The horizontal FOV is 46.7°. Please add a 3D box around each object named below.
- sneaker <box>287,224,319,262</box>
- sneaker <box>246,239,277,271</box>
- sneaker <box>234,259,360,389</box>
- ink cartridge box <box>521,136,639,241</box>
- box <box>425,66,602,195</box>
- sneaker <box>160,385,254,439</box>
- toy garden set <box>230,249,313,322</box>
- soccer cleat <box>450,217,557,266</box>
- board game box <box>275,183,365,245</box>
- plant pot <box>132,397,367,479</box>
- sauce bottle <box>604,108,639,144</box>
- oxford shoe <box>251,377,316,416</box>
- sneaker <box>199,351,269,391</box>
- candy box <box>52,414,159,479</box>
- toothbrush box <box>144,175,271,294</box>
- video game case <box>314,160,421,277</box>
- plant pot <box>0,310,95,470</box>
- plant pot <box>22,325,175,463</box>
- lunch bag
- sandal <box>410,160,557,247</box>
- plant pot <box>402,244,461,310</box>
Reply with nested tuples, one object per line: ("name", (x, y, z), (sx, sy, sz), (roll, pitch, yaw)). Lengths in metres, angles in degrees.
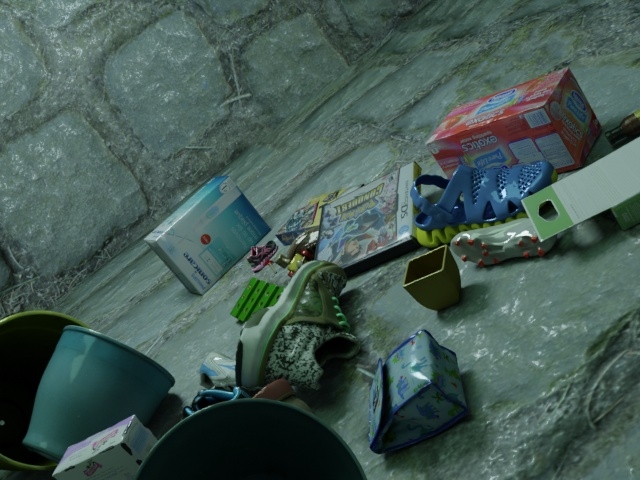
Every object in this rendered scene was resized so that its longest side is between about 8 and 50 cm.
("sneaker", (0.000, 0.000, 1.815), (0.188, 0.066, 0.071), (-38, 23, 1))
("sneaker", (-0.164, 0.031, 2.034), (0.047, 0.057, 0.119), (-22, 23, 40))
("sneaker", (-0.005, 0.174, 1.396), (0.182, 0.158, 0.410), (19, 29, 15))
("ink cartridge box", (0.462, -0.072, 1.215), (0.235, 0.056, 0.171), (-31, 21, 17))
("box", (0.389, -0.213, 1.512), (0.300, 0.154, 0.142), (-14, 30, 50))
("sneaker", (-0.195, 0.319, 1.328), (0.341, 0.140, 0.125), (-19, 29, 44))
("toy garden set", (-0.105, 0.114, 1.723), (0.204, 0.049, 0.244), (-59, 22, -9))
("soccer cleat", (0.321, -0.001, 1.291), (0.196, 0.068, 0.076), (-6, 30, 43))
("board game box", (0.004, -0.067, 1.990), (0.243, 0.042, 0.165), (-10, 33, 51))
("plant pot", (-0.081, 0.357, 0.923), (0.290, 0.290, 0.195), (-42, -15, -14))
("sauce bottle", (0.585, -0.219, 1.355), (0.128, 0.042, 0.042), (-28, 22, 19))
("oxford shoe", (-0.131, 0.378, 1.128), (0.348, 0.130, 0.123), (-52, -20, 13))
("sneaker", (-0.163, 0.276, 1.478), (0.237, 0.085, 0.086), (-2, 66, 52))
("candy box", (-0.322, 0.409, 1.256), (0.165, 0.196, 0.070), (-28, 22, 22))
("toothbrush box", (-0.332, -0.018, 2.191), (0.295, 0.216, 0.126), (-44, 21, -20))
("video game case", (0.105, -0.035, 1.674), (0.275, 0.035, 0.248), (-25, 38, 30))
("plant pot", (-0.725, 0.402, 1.792), (0.353, 0.366, 0.366), (-34, 17, 43))
("plant pot", (-0.492, 0.361, 1.593), (0.271, 0.271, 0.255), (-11, 48, 51))
("lunch bag", (0.126, 0.225, 1.080), (0.151, 0.096, 0.129), (-44, 18, 24))
("sandal", (0.294, -0.088, 1.418), (0.317, 0.138, 0.126), (-20, 24, 35))
("plant pot", (0.202, 0.073, 1.288), (0.081, 0.083, 0.081), (-25, 23, 28))
